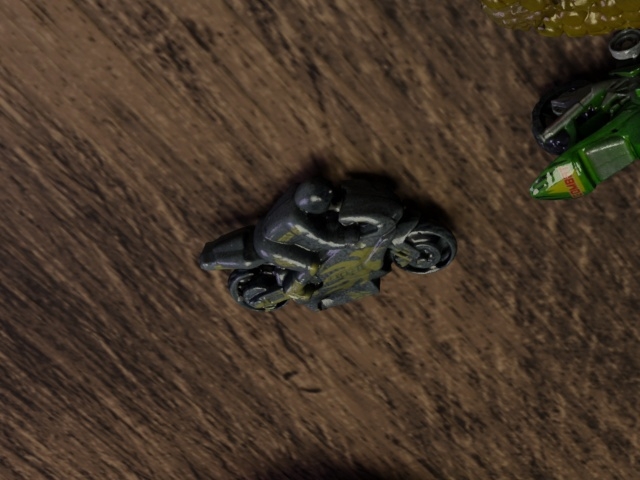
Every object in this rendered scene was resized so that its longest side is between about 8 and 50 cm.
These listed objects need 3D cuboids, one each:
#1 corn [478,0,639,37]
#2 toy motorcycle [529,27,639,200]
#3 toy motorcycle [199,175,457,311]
[{"bbox_3d":[0.236,-0.196,0.878,0.322,0.119,0.119,-14,134,27],"label":"corn"},{"bbox_3d":[0.227,-0.084,1.010,0.190,0.106,0.074,-17,132,24],"label":"toy motorcycle"},{"bbox_3d":[0.000,0.000,1.176,0.193,0.061,0.124,-14,135,20],"label":"toy motorcycle"}]
